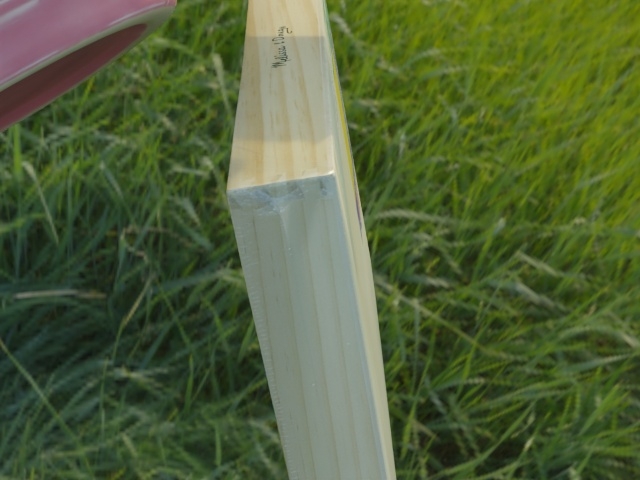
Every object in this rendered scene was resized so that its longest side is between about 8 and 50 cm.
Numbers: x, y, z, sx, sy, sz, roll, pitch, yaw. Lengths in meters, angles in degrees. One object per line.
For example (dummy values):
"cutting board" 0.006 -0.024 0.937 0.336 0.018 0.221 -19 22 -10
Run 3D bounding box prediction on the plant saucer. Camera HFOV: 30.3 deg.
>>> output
"plant saucer" -0.214 -0.112 0.714 0.332 0.332 0.084 -35 99 -26

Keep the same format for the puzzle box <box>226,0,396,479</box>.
"puzzle box" 0.000 0.000 0.743 0.052 0.272 0.409 -9 27 3
